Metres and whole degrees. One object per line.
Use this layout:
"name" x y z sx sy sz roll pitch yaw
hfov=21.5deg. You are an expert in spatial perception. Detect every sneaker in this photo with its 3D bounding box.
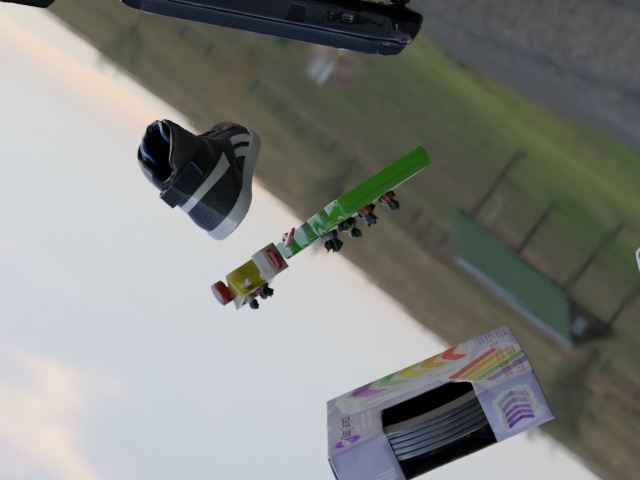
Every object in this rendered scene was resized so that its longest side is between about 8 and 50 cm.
"sneaker" -0.130 -0.096 1.757 0.121 0.079 0.217 39 -161 -21

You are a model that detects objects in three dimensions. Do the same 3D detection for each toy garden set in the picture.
"toy garden set" 0.000 0.000 1.741 0.049 0.204 0.244 57 162 1

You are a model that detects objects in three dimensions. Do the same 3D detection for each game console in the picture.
"game console" -0.117 -0.173 1.080 0.361 0.044 0.213 10 -165 -10

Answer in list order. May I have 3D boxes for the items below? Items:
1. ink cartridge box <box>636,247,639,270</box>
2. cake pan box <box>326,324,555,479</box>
"ink cartridge box" 0.376 0.040 1.353 0.117 0.201 0.278 55 -179 26
"cake pan box" 0.127 0.193 1.897 0.267 0.246 0.070 -83 -33 -81
